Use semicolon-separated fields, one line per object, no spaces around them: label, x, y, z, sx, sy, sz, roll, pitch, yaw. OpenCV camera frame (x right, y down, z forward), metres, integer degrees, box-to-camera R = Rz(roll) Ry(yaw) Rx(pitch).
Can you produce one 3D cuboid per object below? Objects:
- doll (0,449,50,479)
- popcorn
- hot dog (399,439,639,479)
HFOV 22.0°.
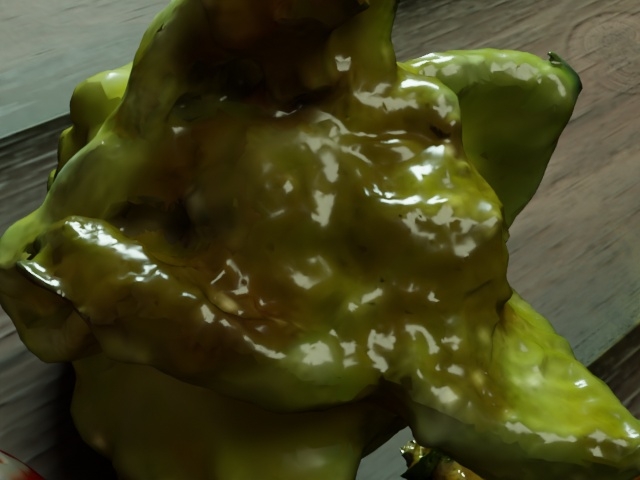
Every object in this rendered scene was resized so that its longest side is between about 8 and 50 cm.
doll;-0.167;0.136;0.761;0.217;0.085;0.183;48;10;4
popcorn;0.005;0.009;0.888;0.321;0.290;0.325;50;61;-10
hot dog;0.156;0.153;1.028;0.250;0.076;0.104;12;65;-23
